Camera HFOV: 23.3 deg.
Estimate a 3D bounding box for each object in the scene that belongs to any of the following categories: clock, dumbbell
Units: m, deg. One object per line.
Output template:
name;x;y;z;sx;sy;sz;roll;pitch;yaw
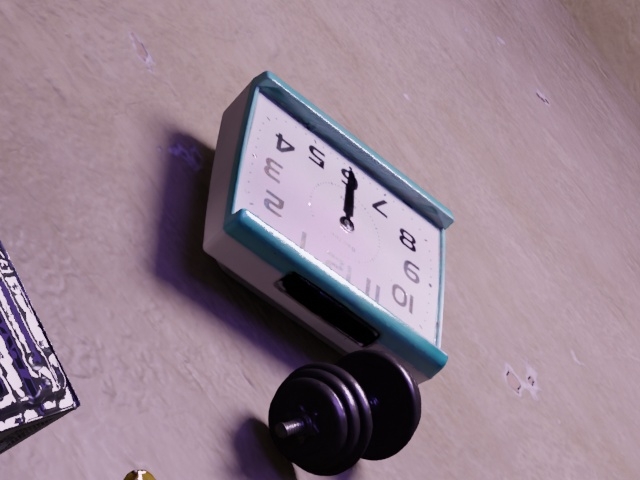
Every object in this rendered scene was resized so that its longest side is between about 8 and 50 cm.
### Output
clock;0.000;0.000;1.488;0.262;0.116;0.231;35;37;-24
dumbbell;0.023;0.148;1.342;0.208;0.099;0.099;-6;61;-57

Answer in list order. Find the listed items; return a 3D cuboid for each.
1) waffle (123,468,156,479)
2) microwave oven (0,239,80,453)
waffle;-0.026;0.287;1.142;0.293;0.069;0.259;10;47;-48
microwave oven;-0.273;0.085;0.953;0.208;0.122;0.162;-15;75;-59
